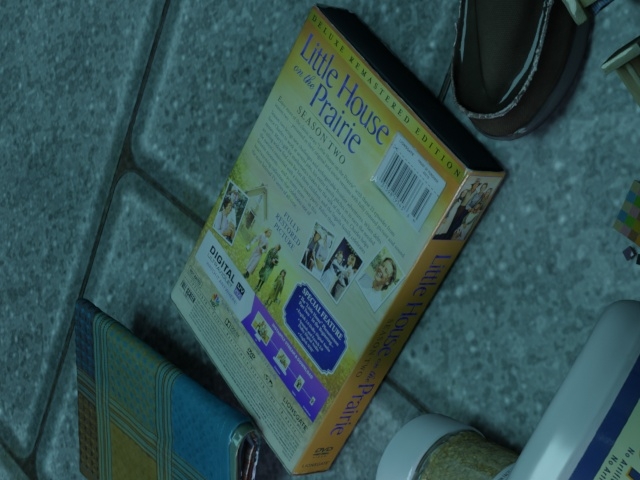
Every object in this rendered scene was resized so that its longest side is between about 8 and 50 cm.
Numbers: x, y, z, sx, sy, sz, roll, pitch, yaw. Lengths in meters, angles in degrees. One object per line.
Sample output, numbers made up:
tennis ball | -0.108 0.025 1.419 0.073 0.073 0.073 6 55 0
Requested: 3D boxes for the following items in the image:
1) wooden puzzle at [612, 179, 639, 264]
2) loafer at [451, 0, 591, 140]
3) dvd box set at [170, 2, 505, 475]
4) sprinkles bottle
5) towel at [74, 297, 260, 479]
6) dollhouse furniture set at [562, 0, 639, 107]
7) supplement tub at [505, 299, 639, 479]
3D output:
wooden puzzle | 0.290 -0.021 1.341 0.049 0.006 0.083 41 119 41
loafer | 0.175 -0.276 1.384 0.134 0.130 0.366 19 103 47
dvd box set | 0.000 0.000 1.626 0.307 0.062 0.420 50 125 36
sprinkles bottle | 0.208 0.266 1.342 0.355 0.121 0.121 20 104 46
towel | -0.194 0.256 1.813 0.370 0.040 0.271 32 127 45
dollhouse furniture set | 0.298 -0.201 1.261 0.129 0.129 0.184 -32 93 28
supplement tub | 0.300 0.214 1.078 0.325 0.235 0.235 30 115 11
